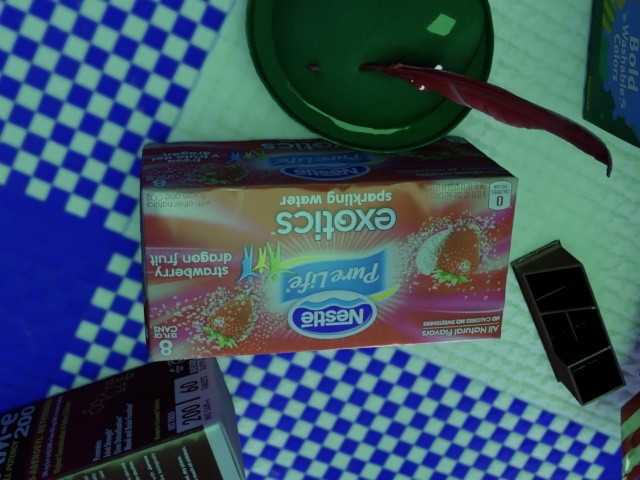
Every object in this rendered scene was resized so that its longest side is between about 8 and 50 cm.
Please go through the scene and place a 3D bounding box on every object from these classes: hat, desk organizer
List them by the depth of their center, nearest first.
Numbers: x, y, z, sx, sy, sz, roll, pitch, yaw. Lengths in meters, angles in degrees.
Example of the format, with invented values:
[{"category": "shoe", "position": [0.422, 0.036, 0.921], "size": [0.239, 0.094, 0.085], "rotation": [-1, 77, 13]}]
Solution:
[{"category": "hat", "position": [0.065, -0.144, 0.566], "size": [0.209, 0.183, 0.172], "rotation": [16, 87, -10]}, {"category": "desk organizer", "position": [0.210, 0.071, 0.768], "size": [0.047, 0.050, 0.130], "rotation": [-26, 112, 0]}]

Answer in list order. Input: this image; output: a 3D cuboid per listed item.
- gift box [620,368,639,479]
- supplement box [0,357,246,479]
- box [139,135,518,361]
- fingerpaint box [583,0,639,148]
[{"category": "gift box", "position": [0.394, 0.116, 0.693], "size": [0.255, 0.258, 0.276], "rotation": [9, 82, -10]}, {"category": "supplement box", "position": [-0.183, 0.171, 0.693], "size": [0.240, 0.130, 0.073], "rotation": [-19, 112, -4]}, {"category": "box", "position": [0.000, 0.000, 0.665], "size": [0.257, 0.122, 0.128], "rotation": [-2, 111, -10]}, {"category": "fingerpaint box", "position": [0.307, -0.242, 0.498], "size": [0.163, 0.371, 0.444], "rotation": [-4, 111, -9]}]
